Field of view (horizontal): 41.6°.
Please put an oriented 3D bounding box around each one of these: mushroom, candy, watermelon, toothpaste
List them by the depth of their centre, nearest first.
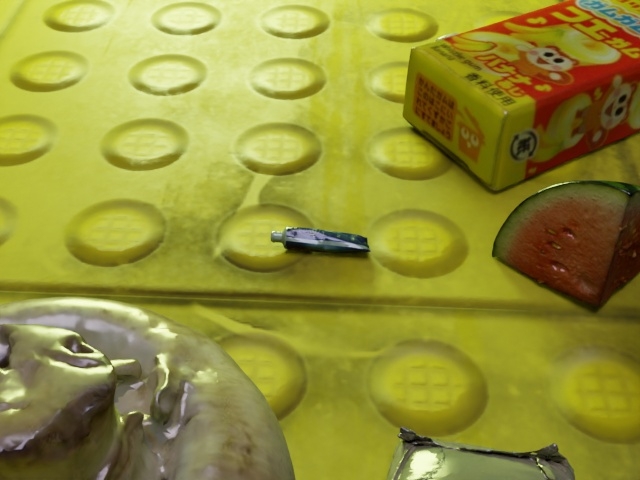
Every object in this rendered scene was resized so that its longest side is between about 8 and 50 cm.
[{"bbox_3d":[-0.142,0.107,0.452,0.254,0.195,0.189,-2,38,-8],"label":"mushroom"},{"bbox_3d":[0.205,0.009,0.673,0.135,0.125,0.094,-14,69,26],"label":"watermelon"},{"bbox_3d":[0.000,0.000,0.703,0.083,0.019,0.027,4,25,-2],"label":"toothpaste"},{"bbox_3d":[0.233,-0.158,0.832,0.276,0.088,0.146,-20,45,-23],"label":"candy"}]

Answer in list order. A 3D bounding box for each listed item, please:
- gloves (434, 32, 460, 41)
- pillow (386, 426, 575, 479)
[{"bbox_3d":[0.164,-0.209,0.929,0.081,0.037,0.044,7,6,15],"label":"gloves"},{"bbox_3d":[0.072,0.194,0.461,0.119,0.053,0.208,11,43,17],"label":"pillow"}]
